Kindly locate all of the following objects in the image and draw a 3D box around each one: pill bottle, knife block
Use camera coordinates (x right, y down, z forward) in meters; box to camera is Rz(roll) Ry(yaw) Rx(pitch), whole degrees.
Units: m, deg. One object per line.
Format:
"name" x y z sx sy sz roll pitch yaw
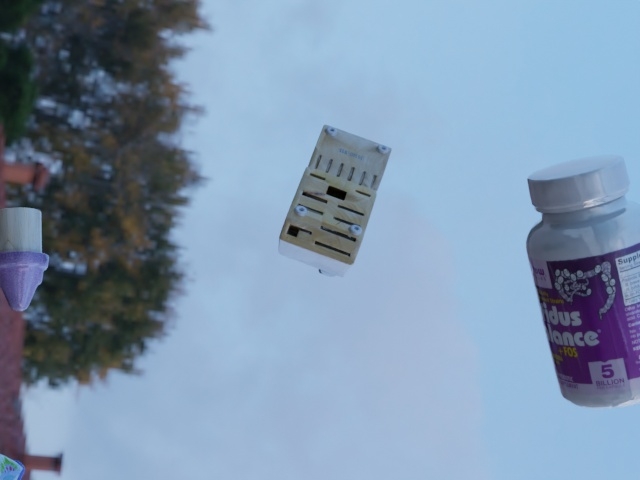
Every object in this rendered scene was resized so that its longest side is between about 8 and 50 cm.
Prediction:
"pill bottle" 0.357 0.049 1.683 0.169 0.169 0.302 6 -67 65
"knife block" 0.000 0.000 1.562 0.276 0.088 0.242 -71 180 -50

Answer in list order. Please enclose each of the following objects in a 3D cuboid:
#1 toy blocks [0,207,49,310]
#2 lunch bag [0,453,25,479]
"toy blocks" -0.406 0.105 1.159 0.309 0.288 0.260 -11 -103 41
"lunch bag" -0.340 0.234 1.103 0.096 0.129 0.151 18 -101 25
